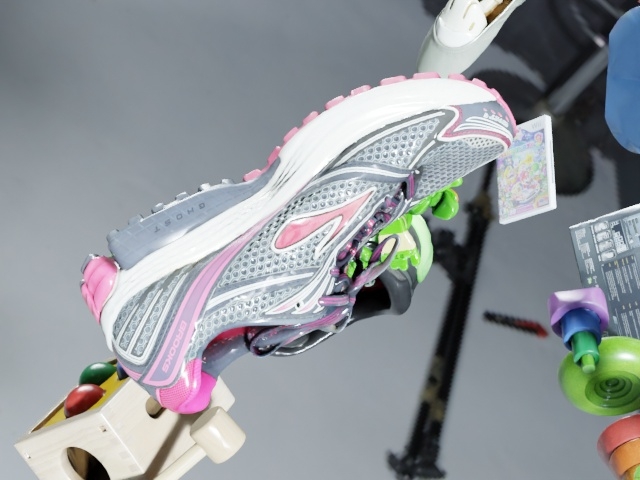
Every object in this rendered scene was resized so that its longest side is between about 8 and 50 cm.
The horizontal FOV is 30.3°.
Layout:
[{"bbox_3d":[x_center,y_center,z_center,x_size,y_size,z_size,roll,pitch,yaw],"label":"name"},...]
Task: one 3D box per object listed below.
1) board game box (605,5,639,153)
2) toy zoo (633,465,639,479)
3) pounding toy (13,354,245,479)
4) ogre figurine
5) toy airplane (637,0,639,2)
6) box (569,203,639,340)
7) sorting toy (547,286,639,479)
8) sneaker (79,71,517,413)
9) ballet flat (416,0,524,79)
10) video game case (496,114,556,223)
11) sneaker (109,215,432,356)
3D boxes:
[{"bbox_3d":[0.382,-0.186,1.366,0.033,0.169,0.133,-4,12,-19],"label":"board game box"},{"bbox_3d":[0.346,0.215,1.018,0.192,0.030,0.293,60,42,-16],"label":"toy zoo"},{"bbox_3d":[-0.154,0.152,0.969,0.094,0.206,0.181,56,40,-12],"label":"pounding toy"},{"bbox_3d":[0.096,-0.051,1.212,0.097,0.197,0.118,15,22,5],"label":"ogre figurine"},{"bbox_3d":[0.294,-0.233,0.997,0.151,0.151,0.028,38,73,-3],"label":"toy airplane"},{"bbox_3d":[0.431,0.054,1.512,0.059,0.183,0.233,51,26,-44],"label":"box"},{"bbox_3d":[0.355,0.213,1.386,0.365,0.127,0.126,57,24,-36],"label":"sorting toy"},{"bbox_3d":[0.000,0.000,0.764,0.299,0.121,0.112,-32,66,-4],"label":"sneaker"},{"bbox_3d":[0.174,-0.260,1.263,0.072,0.213,0.068,46,2,30],"label":"ballet flat"},{"bbox_3d":[0.258,-0.089,1.493,0.011,0.087,0.122,13,69,-37],"label":"video game case"},{"bbox_3d":[-0.091,0.052,1.597,0.202,0.482,0.185,-82,157,-53],"label":"sneaker"}]
